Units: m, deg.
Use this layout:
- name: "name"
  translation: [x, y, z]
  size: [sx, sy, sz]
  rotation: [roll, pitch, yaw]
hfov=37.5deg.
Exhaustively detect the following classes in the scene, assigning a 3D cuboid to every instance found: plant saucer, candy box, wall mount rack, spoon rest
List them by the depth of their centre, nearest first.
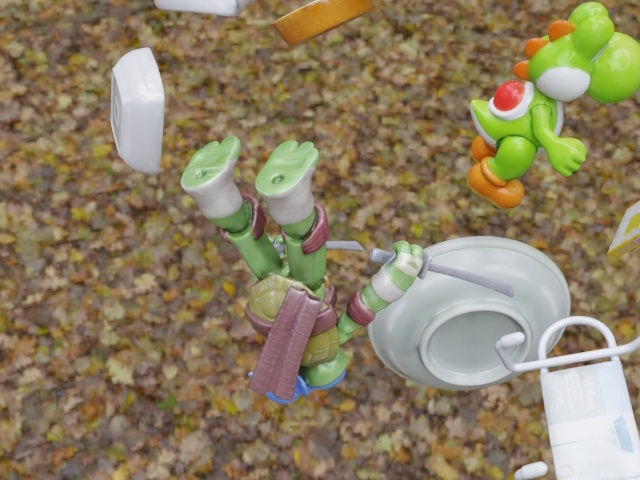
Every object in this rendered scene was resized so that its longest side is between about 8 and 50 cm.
- name: "wall mount rack"
  translation: [0.396, 0.208, 1.237]
  size: [0.304, 0.130, 0.350]
  rotation: [-14, 49, 16]
- name: "spoon rest"
  translation: [-0.165, -0.382, 1.404]
  size: [0.137, 0.084, 0.276]
  rotation: [-40, 31, -12]
- name: "candy box"
  translation: [0.596, -0.037, 1.740]
  size: [0.027, 0.206, 0.105]
  rotation: [30, 75, 3]
- name: "plant saucer"
  translation: [0.293, 0.174, 1.822]
  size: [0.401, 0.400, 0.100]
  rotation: [-2, 38, -3]

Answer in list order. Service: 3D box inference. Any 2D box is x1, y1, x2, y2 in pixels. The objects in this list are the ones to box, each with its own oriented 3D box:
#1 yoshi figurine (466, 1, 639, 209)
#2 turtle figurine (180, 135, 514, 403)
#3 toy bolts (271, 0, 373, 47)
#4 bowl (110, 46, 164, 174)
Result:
- name: "yoshi figurine"
  translation: [0.396, -0.214, 1.537]
  size: [0.203, 0.362, 0.203]
  rotation: [-20, 63, -39]
- name: "turtle figurine"
  translation: [0.000, 0.000, 0.928]
  size: [0.275, 0.266, 0.198]
  rotation: [-33, 39, -8]
- name: "toy bolts"
  translation: [0.038, -0.292, 0.844]
  size: [0.218, 0.158, 0.228]
  rotation: [-25, 9, -5]
- name: "bowl"
  translation: [-0.246, -0.170, 1.256]
  size: [0.053, 0.142, 0.142]
  rotation: [-5, 42, -20]
